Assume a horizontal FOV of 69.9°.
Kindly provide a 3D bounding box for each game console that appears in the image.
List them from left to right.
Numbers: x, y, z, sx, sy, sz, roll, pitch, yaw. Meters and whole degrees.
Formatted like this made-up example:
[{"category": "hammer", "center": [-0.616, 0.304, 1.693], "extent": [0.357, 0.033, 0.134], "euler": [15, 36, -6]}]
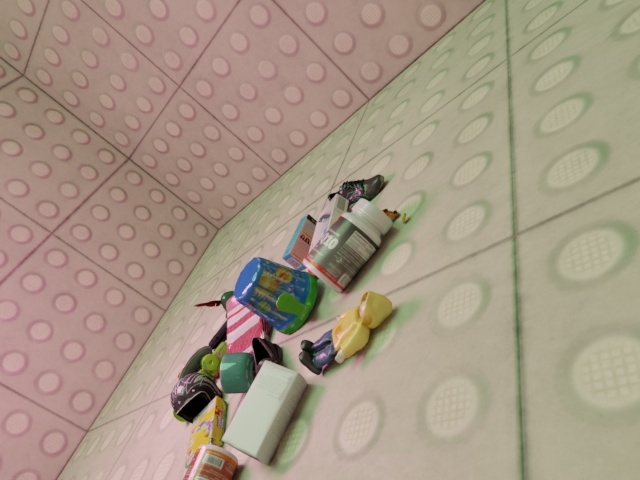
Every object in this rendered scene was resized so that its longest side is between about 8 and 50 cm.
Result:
[{"category": "game console", "center": [-0.387, 0.344, 2.060], "extent": [0.361, 0.044, 0.213], "euler": [-50, 4, 19]}]

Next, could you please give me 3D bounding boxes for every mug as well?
[{"category": "mug", "center": [-0.256, 0.425, 1.504], "extent": [0.098, 0.129, 0.157], "euler": [-6, 22, 10]}]

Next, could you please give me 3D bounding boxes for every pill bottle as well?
[{"category": "pill bottle", "center": [-0.306, 0.653, 1.177], "extent": [0.121, 0.121, 0.216], "euler": [-33, 24, 40]}, {"category": "pill bottle", "center": [0.090, 0.013, 1.469], "extent": [0.283, 0.161, 0.161], "euler": [-50, 18, -3]}]

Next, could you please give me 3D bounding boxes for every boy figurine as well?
[{"category": "boy figurine", "center": [0.067, 0.240, 1.192], "extent": [0.285, 0.092, 0.177], "euler": [-44, 16, 26]}]

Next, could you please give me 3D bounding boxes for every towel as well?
[{"category": "towel", "center": [-0.295, 0.317, 1.791], "extent": [0.237, 0.037, 0.328], "euler": [-41, 39, 26]}]

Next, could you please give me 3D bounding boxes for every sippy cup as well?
[{"category": "sippy cup", "center": [-0.165, 0.174, 1.577], "extent": [0.306, 0.224, 0.239], "euler": [-32, 37, 44]}]

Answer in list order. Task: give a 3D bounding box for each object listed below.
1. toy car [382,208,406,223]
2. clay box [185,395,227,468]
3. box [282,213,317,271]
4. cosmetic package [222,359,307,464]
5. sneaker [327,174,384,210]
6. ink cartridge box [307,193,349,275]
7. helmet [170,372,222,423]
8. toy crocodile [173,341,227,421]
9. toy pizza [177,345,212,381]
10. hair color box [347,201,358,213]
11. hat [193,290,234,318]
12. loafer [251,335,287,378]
[{"category": "toy car", "center": [0.235, -0.077, 1.489], "extent": [0.122, 0.060, 0.040], "euler": [-125, 45, -78]}, {"category": "clay box", "center": [-0.366, 0.625, 1.478], "extent": [0.127, 0.053, 0.222], "euler": [-46, 20, 10]}, {"category": "box", "center": [-0.070, 0.007, 1.943], "extent": [0.060, 0.100, 0.244], "euler": [-32, 24, 43]}, {"category": "cosmetic package", "center": [-0.141, 0.445, 1.201], "extent": [0.118, 0.085, 0.231], "euler": [12, 58, 30]}, {"category": "sneaker", "center": [0.140, -0.196, 1.858], "extent": [0.267, 0.106, 0.101], "euler": [-33, 23, 37]}, {"category": "ink cartridge box", "center": [0.000, 0.000, 1.756], "extent": [0.261, 0.066, 0.296], "euler": [-50, 17, 38]}, {"category": "helmet", "center": [-0.449, 0.554, 1.631], "extent": [0.169, 0.162, 0.169], "euler": [-43, 20, 19]}, {"category": "toy crocodile", "center": [-0.459, 0.541, 1.794], "extent": [0.340, 0.105, 0.115], "euler": [-54, 7, -28]}, {"category": "toy pizza", "center": [-0.518, 0.519, 1.883], "extent": [0.201, 0.032, 0.201], "euler": [-53, -22, -32]}, {"category": "hair color box", "center": [0.120, -0.082, 1.773], "extent": [0.072, 0.043, 0.141], "euler": [-16, 38, 59]}, {"category": "hat", "center": [-0.469, 0.263, 2.214], "extent": [0.173, 0.184, 0.208], "euler": [-44, 19, 13]}, {"category": "loafer", "center": [-0.169, 0.393, 1.415], "extent": [0.109, 0.095, 0.302], "euler": [-47, 18, 3]}]
